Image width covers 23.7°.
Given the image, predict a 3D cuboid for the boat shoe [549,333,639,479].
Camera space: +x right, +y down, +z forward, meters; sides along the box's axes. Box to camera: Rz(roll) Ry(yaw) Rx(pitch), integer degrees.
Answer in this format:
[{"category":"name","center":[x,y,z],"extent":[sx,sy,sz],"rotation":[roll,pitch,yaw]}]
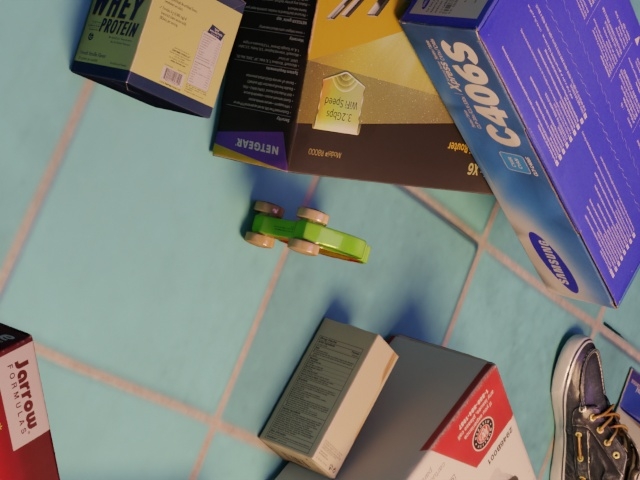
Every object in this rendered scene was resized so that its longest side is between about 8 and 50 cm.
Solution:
[{"category":"boat shoe","center":[0.284,0.187,1.544],"extent":[0.065,0.083,0.183],"rotation":[-20,116,-45]}]

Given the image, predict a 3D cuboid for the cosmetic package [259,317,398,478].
[{"category":"cosmetic package","center":[0.007,0.125,1.217],"extent":[0.115,0.060,0.041],"rotation":[-59,139,-17]}]

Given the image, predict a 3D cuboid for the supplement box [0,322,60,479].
[{"category":"supplement box","center":[-0.269,0.149,0.886],"extent":[0.239,0.073,0.130],"rotation":[-29,122,-42]}]

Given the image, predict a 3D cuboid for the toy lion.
[{"category":"toy lion","center":[0.000,0.000,1.142],"extent":[0.096,0.100,0.034],"rotation":[19,85,-32]}]

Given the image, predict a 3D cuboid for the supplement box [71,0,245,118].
[{"category":"supplement box","center":[-0.106,-0.134,1.004],"extent":[0.083,0.056,0.083],"rotation":[21,85,-51]}]

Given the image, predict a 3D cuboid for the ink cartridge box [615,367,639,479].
[{"category":"ink cartridge box","center":[0.337,0.321,1.668],"extent":[0.165,0.065,0.332],"rotation":[33,75,-49]}]

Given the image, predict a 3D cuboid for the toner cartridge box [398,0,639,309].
[{"category":"toner cartridge box","center":[0.193,-0.112,1.221],"extent":[0.165,0.075,0.348],"rotation":[-56,138,-21]}]

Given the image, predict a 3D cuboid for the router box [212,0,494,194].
[{"category":"router box","center":[0.066,-0.165,1.179],"extent":[0.309,0.081,0.242],"rotation":[2,100,-50]}]

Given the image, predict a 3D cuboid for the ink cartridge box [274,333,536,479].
[{"category":"ink cartridge box","center":[0.090,0.250,1.309],"extent":[0.197,0.114,0.273],"rotation":[-48,135,-30]}]
